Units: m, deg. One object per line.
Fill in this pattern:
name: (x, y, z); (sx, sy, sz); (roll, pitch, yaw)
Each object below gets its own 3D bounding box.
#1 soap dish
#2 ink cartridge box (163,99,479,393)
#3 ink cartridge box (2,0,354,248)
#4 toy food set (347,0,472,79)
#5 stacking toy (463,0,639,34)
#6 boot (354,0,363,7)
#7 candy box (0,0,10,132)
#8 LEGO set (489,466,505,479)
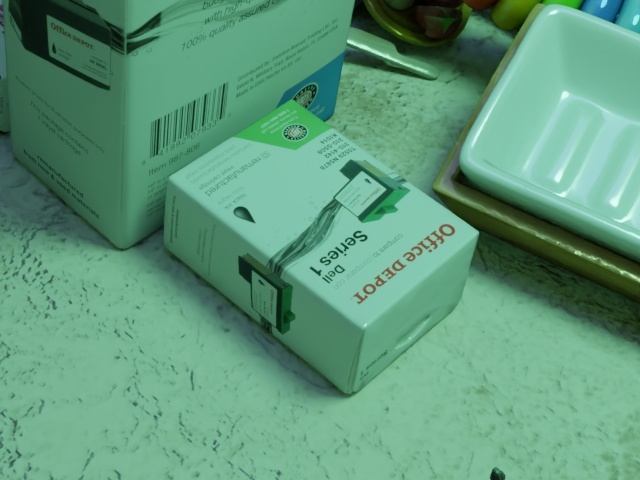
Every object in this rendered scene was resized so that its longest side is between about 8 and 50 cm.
soap dish: (0.276, -0.063, 1.081); (0.290, 0.118, 0.229); (26, 66, 12)
ink cartridge box: (0.000, 0.000, 1.020); (0.219, 0.093, 0.160); (36, 52, 22)
ink cartridge box: (-0.107, -0.232, 1.007); (0.166, 0.395, 0.285); (38, 52, 22)
toy food set: (0.114, -0.279, 1.271); (0.128, 0.071, 0.218); (26, 59, -8)
stacking toy: (0.225, -0.239, 1.201); (0.330, 0.141, 0.141); (29, 47, -4)
boot: (0.005, -0.320, 1.339); (0.208, 0.076, 0.190); (-28, 59, -24)
candy box: (-0.377, -0.161, 1.114); (0.233, 0.071, 0.159); (-14, 51, -21)
LEGO set: (0.143, 0.240, 0.719); (0.331, 0.255, 0.192); (-7, 66, -7)
